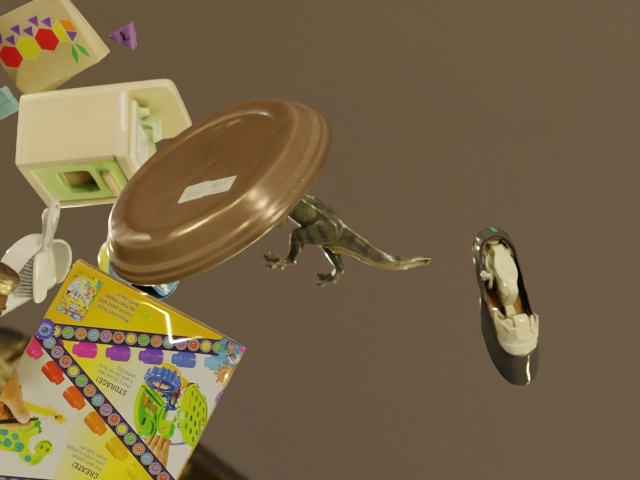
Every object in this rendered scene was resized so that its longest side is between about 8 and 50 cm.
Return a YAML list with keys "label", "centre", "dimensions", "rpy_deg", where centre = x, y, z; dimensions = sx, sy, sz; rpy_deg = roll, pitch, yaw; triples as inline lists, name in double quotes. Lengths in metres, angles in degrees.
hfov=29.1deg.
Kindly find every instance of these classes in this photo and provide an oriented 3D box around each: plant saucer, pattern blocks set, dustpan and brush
- label: "plant saucer"
  centre: [-0.116, -0.063, 1.304]
  dimensions: [0.278, 0.278, 0.041]
  rpy_deg: [13, -36, 52]
- label: "pattern blocks set"
  centre: [-0.450, -0.325, 2.012]
  dimensions: [0.324, 0.026, 0.285]
  rpy_deg: [-11, -61, 21]
- label: "dustpan and brush"
  centre: [-0.384, 0.021, 1.669]
  dimensions: [0.060, 0.147, 0.211]
  rpy_deg: [29, -52, 22]

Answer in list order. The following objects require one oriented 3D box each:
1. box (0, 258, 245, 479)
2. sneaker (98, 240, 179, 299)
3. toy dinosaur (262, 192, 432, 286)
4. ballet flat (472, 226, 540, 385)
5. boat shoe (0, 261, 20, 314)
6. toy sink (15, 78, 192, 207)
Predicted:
- label: "box"
  centre: [-0.220, 0.201, 1.202]
  dimensions: [0.177, 0.279, 0.290]
  rpy_deg: [28, -13, -1]
- label: "sneaker"
  centre: [-0.192, 0.013, 1.698]
  dimensions: [0.091, 0.240, 0.126]
  rpy_deg: [49, 14, -45]
- label: "toy dinosaur"
  centre: [0.000, 0.000, 1.600]
  dimensions: [0.268, 0.064, 0.118]
  rpy_deg: [32, -61, -3]
- label: "ballet flat"
  centre: [0.233, 0.081, 1.533]
  dimensions: [0.074, 0.074, 0.203]
  rpy_deg: [-25, -105, 64]
- label: "boat shoe"
  centre: [-0.323, 0.019, 0.940]
  dimensions: [0.178, 0.060, 0.064]
  rpy_deg: [24, 4, -12]
- label: "toy sink"
  centre: [-0.320, -0.139, 1.857]
  dimensions: [0.153, 0.234, 0.131]
  rpy_deg: [73, 12, -65]
